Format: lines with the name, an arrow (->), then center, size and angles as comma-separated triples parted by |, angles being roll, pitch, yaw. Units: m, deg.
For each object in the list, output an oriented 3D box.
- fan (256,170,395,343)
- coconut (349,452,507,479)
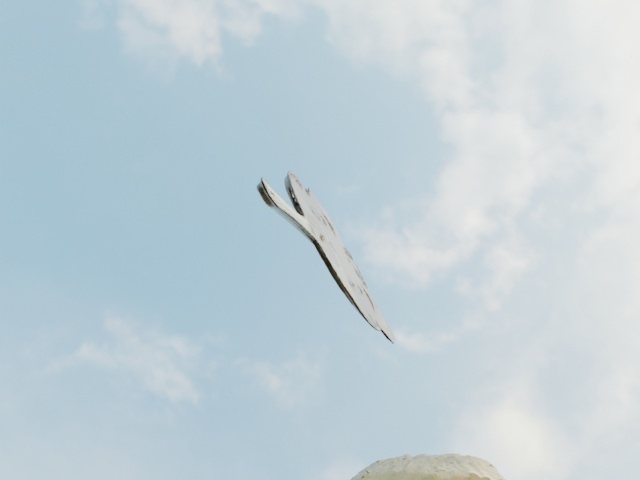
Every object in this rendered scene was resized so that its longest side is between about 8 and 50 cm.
fan -> 0.000, 0.000, 0.605 | 0.008, 0.227, 0.152 | -31, -112, 9
coconut -> 0.097, 0.325, 0.680 | 0.239, 0.244, 0.239 | 5, -47, 6
